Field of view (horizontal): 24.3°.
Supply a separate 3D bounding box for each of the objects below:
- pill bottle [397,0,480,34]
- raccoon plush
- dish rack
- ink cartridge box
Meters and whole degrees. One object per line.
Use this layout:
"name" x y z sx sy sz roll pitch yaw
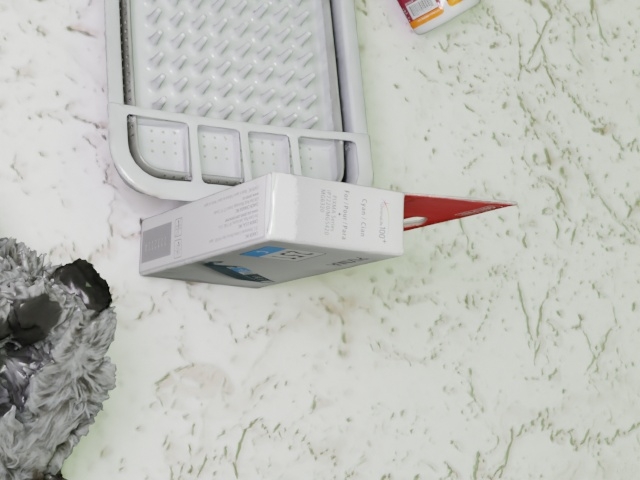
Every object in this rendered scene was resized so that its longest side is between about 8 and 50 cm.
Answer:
"pill bottle" 0.110 -0.314 1.663 0.086 0.086 0.152 -32 97 -29
"raccoon plush" -0.363 0.130 1.325 0.216 0.299 0.446 -3 115 -43
"dish rack" -0.095 -0.181 1.518 0.285 0.072 0.333 4 70 -27
"ink cartridge box" 0.000 0.000 1.430 0.261 0.296 0.066 6 80 -28
